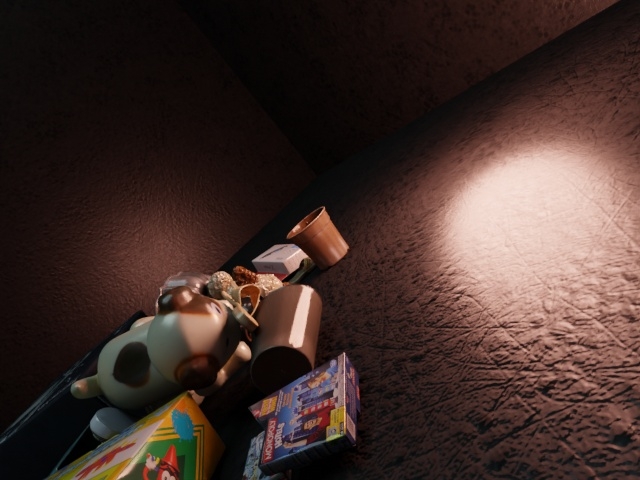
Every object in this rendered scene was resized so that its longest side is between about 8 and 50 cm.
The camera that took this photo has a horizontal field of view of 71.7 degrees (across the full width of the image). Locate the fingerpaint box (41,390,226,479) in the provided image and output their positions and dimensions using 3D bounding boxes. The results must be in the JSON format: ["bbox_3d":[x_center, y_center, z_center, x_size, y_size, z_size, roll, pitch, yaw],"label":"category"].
[{"bbox_3d":[-0.432,0.515,0.782,0.444,0.163,0.371,-32,3,6],"label":"fingerpaint box"}]

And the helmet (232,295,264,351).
[{"bbox_3d":[-0.213,0.240,1.307,0.169,0.169,0.161,-44,29,-18],"label":"helmet"}]

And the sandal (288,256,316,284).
[{"bbox_3d":[-0.058,0.095,1.613,0.180,0.049,0.072,-44,13,-19],"label":"sandal"}]

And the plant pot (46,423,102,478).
[{"bbox_3d":[-0.643,0.649,1.153,0.234,0.165,0.165,-44,11,11],"label":"plant pot"}]

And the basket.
[{"bbox_3d":[-0.082,0.230,0.999,0.204,0.154,0.227,-45,15,14],"label":"basket"}]

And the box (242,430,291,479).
[{"bbox_3d":[-0.089,0.378,0.768,0.094,0.027,0.137,-38,13,12],"label":"box"}]

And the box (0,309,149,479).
[{"bbox_3d":[-0.753,0.561,1.482,0.479,0.297,0.472,-38,14,8],"label":"box"}]

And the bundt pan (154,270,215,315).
[{"bbox_3d":[-0.416,0.262,1.534,0.124,0.331,0.331,-10,22,18],"label":"bundt pan"}]

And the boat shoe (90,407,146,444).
[{"bbox_3d":[-0.476,0.488,1.083,0.105,0.113,0.306,-52,-18,-16],"label":"boat shoe"}]

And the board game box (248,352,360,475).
[{"bbox_3d":[-0.033,0.297,0.731,0.194,0.060,0.194,-26,17,12],"label":"board game box"}]

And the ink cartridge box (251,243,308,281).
[{"bbox_3d":[-0.203,0.109,1.800,0.261,0.066,0.296,-37,17,-28],"label":"ink cartridge box"}]

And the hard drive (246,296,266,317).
[{"bbox_3d":[-0.138,0.228,1.182,0.094,0.135,0.022,-39,12,5],"label":"hard drive"}]

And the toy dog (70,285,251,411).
[{"bbox_3d":[-0.361,0.255,1.083,0.395,0.285,0.407,7,-29,-42],"label":"toy dog"}]

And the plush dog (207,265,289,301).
[{"bbox_3d":[-0.219,0.189,1.461,0.225,0.262,0.211,-43,42,36],"label":"plush dog"}]

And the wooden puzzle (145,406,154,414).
[{"bbox_3d":[-0.459,0.401,1.328,0.044,0.239,0.221,7,37,25],"label":"wooden puzzle"}]

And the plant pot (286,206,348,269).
[{"bbox_3d":[0.000,0.000,1.506,0.167,0.165,0.167,-38,12,10],"label":"plant pot"}]

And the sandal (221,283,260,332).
[{"bbox_3d":[-0.171,0.145,1.053,0.079,0.088,0.240,-44,19,-9],"label":"sandal"}]
